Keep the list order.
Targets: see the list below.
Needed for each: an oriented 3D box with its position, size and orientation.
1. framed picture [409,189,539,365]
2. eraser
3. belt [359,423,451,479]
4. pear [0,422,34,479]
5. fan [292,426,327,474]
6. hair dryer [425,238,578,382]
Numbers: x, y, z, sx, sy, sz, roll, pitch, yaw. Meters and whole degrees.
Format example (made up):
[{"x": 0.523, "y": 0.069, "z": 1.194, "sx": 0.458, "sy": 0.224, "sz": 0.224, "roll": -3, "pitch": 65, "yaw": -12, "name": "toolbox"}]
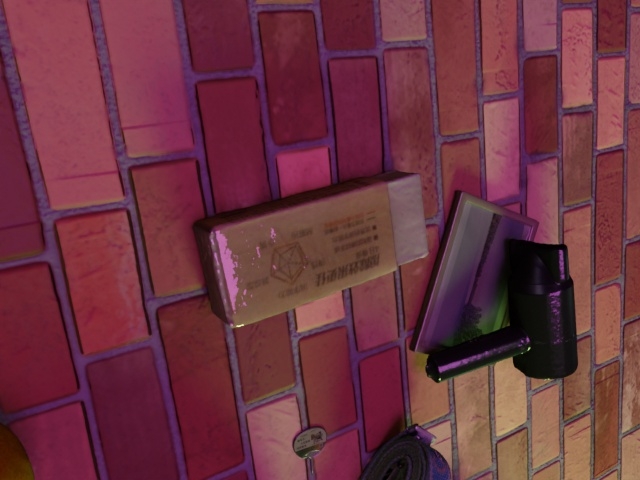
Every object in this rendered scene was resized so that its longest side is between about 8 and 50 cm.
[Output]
[{"x": 0.282, "y": 0.076, "z": 1.044, "sx": 0.213, "sy": 0.016, "sz": 0.288, "roll": 16, "pitch": 91, "yaw": -31, "name": "framed picture"}, {"x": 0.000, "y": 0.000, "z": 0.834, "sx": 0.344, "sy": 0.078, "sz": 0.143, "roll": -17, "pitch": 108, "yaw": -27, "name": "eraser"}, {"x": 0.140, "y": 0.412, "z": 0.957, "sx": 0.163, "sy": 0.147, "sz": 0.082, "roll": -42, "pitch": 124, "yaw": 15, "name": "belt"}, {"x": -0.408, "y": 0.275, "z": 0.586, "sx": 0.209, "sy": 0.209, "sz": 0.208, "roll": -6, "pitch": 102, "yaw": -29, "name": "pear"}, {"x": -0.010, "y": 0.333, "z": 0.933, "sx": 0.060, "sy": 0.003, "sz": 0.080, "roll": -38, "pitch": 115, "yaw": -17, "name": "fan"}, {"x": 0.311, "y": 0.140, "z": 1.012, "sx": 0.303, "sy": 0.116, "sz": 0.244, "roll": -16, "pitch": 105, "yaw": -19, "name": "hair dryer"}]
